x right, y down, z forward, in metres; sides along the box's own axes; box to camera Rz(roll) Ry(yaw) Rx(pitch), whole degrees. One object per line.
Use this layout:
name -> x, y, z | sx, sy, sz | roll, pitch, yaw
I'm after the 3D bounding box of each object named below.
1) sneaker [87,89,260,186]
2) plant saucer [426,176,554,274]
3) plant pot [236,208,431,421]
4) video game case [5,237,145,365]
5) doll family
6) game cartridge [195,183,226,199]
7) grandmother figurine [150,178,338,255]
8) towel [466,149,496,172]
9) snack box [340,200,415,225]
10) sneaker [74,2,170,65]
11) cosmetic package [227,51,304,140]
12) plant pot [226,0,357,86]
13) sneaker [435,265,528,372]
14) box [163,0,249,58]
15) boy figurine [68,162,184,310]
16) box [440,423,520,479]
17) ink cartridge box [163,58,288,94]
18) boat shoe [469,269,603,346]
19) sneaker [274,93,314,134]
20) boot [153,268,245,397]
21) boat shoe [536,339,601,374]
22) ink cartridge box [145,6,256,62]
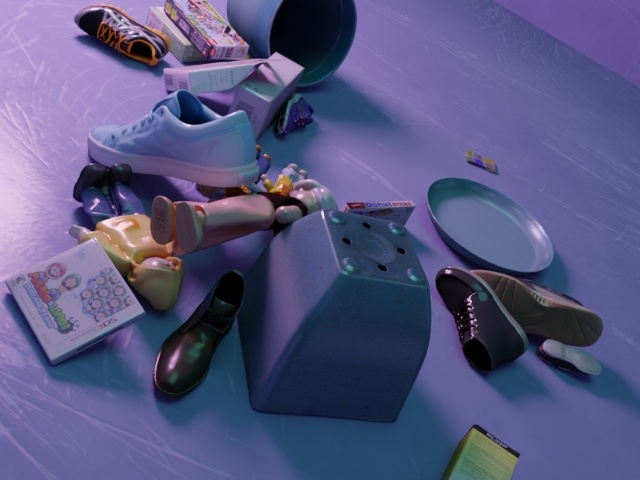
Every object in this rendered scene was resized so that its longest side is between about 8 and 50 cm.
sneaker -> -0.261, -0.195, 1.395 | 0.366, 0.150, 0.135 | 11, 21, 26
plant saucer -> 0.372, -0.028, 1.781 | 0.317, 0.044, 0.318 | 18, 36, -14
plant pot -> 0.034, 0.095, 1.220 | 0.247, 0.252, 0.247 | 10, 38, -23
video game case -> -0.351, 0.083, 1.137 | 0.143, 0.019, 0.157 | -29, 61, -22
doll family -> -0.112, -0.104, 1.475 | 0.263, 0.118, 0.163 | 30, 36, -7
game cartridge -> -0.197, -0.102, 1.528 | 0.083, 0.017, 0.056 | 22, 39, -7
grandmother figurine -> -0.107, -0.042, 1.299 | 0.342, 0.104, 0.208 | -8, 23, -44
towel -> 0.418, -0.207, 2.068 | 0.083, 0.009, 0.060 | 21, 36, -9
snack box -> 0.112, -0.050, 1.619 | 0.178, 0.064, 0.022 | -4, 47, -37
sneaker -> -0.441, -0.455, 1.765 | 0.215, 0.084, 0.083 | 18, 41, -14
cosmetic package -> -0.123, -0.320, 1.769 | 0.085, 0.117, 0.231 | 30, 36, 2
plant pot -> -0.094, -0.554, 1.984 | 0.271, 0.272, 0.255 | -9, 33, -40
sneaker -> 0.275, 0.139, 1.469 | 0.118, 0.083, 0.222 | -17, 55, -44
box -> -0.271, -0.501, 1.878 | 0.114, 0.036, 0.207 | -13, 52, -41
boy figurine -> -0.307, -0.005, 1.268 | 0.177, 0.092, 0.285 | -1, 41, -39
box -> 0.215, 0.372, 1.153 | 0.087, 0.058, 0.232 | 33, 35, 9
ink cartridge box -> -0.203, -0.354, 1.705 | 0.224, 0.056, 0.181 | -11, 17, -25
boat shoe -> 0.408, 0.129, 1.564 | 0.285, 0.103, 0.092 | 17, 10, 6
sneaker -> -0.052, -0.284, 1.814 | 0.071, 0.068, 0.170 | 32, 34, -2
boot -> -0.176, 0.129, 1.165 | 0.082, 0.106, 0.219 | 27, 35, 0
boat shoe -> 0.475, 0.229, 1.523 | 0.125, 0.038, 0.046 | 20, 55, -8
ink cartridge box -> -0.286, -0.508, 1.957 | 0.235, 0.056, 0.171 | -16, 53, -42
